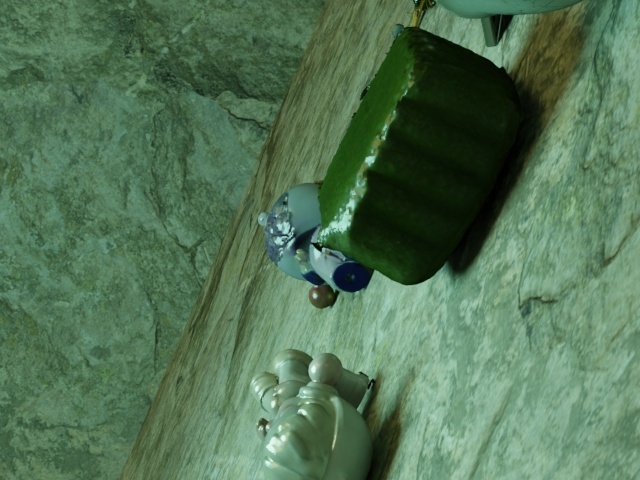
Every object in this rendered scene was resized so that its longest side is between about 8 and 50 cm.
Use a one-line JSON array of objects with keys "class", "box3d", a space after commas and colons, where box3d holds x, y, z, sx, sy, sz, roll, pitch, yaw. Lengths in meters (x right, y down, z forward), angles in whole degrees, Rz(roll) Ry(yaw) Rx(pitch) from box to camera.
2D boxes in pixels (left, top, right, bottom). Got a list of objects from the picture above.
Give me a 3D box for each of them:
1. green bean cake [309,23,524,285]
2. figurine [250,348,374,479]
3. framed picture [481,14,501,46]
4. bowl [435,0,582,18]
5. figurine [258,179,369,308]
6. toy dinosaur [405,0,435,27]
[{"class": "green bean cake", "box3d": [0.109, -0.094, 1.689, 0.247, 0.156, 0.250, -63, 11, 14]}, {"class": "figurine", "box3d": [-0.009, 0.226, 1.688, 0.182, 0.144, 0.257, -43, 13, 12]}, {"class": "framed picture", "box3d": [0.212, -0.390, 1.926, 0.250, 0.016, 0.184, -76, -24, -45]}, {"class": "bowl", "box3d": [0.246, -0.326, 1.433, 0.313, 0.146, 0.313, -34, -38, -31]}, {"class": "figurine", "box3d": [-0.001, 0.011, 2.145, 0.274, 0.133, 0.194, -108, 29, -55]}, {"class": "toy dinosaur", "box3d": [0.172, -0.406, 2.420, 0.187, 0.044, 0.106, -42, 37, 37]}]
